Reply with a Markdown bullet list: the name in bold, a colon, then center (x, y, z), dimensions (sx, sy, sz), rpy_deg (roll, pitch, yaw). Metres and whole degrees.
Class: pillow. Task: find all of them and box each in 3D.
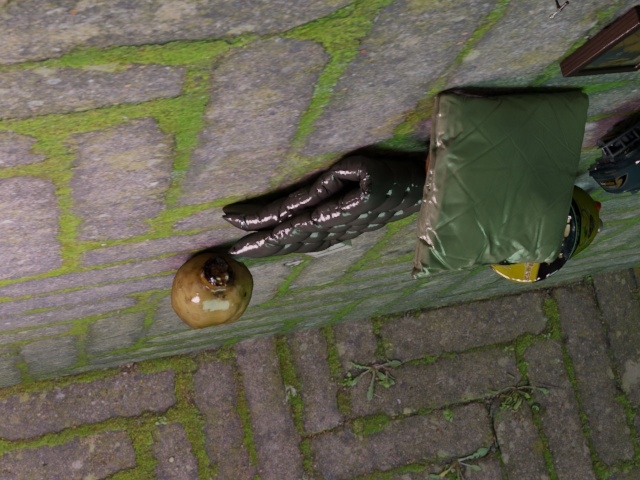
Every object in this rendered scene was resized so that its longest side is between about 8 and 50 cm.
- **pillow**: center (0.261, -0.086, 1.589), dimensions (0.281, 0.274, 0.076), rpy_deg (-6, -156, -31)
- **pillow**: center (0.023, -0.054, 1.806), dimensions (0.326, 0.101, 0.228), rpy_deg (-20, 170, 38)

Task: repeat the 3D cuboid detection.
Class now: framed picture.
- **framed picture**: center (0.410, -0.258, 1.413), dimensions (0.128, 0.023, 0.168), rpy_deg (-8, 168, -24)

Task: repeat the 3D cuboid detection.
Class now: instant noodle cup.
- **instant noodle cup**: center (0.438, -0.032, 2.136), dimensions (0.216, 0.215, 0.236), rpy_deg (-20, 174, 32)

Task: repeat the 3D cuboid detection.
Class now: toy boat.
- **toy boat**: center (0.528, -0.142, 1.839), dimensions (0.114, 0.122, 0.296), rpy_deg (-35, 177, 4)

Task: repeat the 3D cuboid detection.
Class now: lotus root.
- **lotus root**: center (-0.215, 0.099, 2.161), dimensions (0.160, 0.146, 0.284), rpy_deg (-28, 170, -18)

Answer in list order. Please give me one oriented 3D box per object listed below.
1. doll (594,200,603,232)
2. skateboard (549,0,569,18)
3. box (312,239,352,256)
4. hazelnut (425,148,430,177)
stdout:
- **doll**: center (0.542, -0.038, 2.446), dimensions (0.200, 0.105, 0.336), rpy_deg (-18, 160, 18)
- **skateboard**: center (0.234, -0.261, 1.062), dimensions (0.064, 0.083, 0.032), rpy_deg (-8, 167, -27)
- **box**: center (0.000, 0.001, 2.173), dimensions (0.084, 0.040, 0.154), rpy_deg (-19, 168, 16)
- **hazelnut**: center (0.225, -0.096, 1.695), dimensions (0.150, 0.150, 0.150), rpy_deg (-12, 168, -3)
